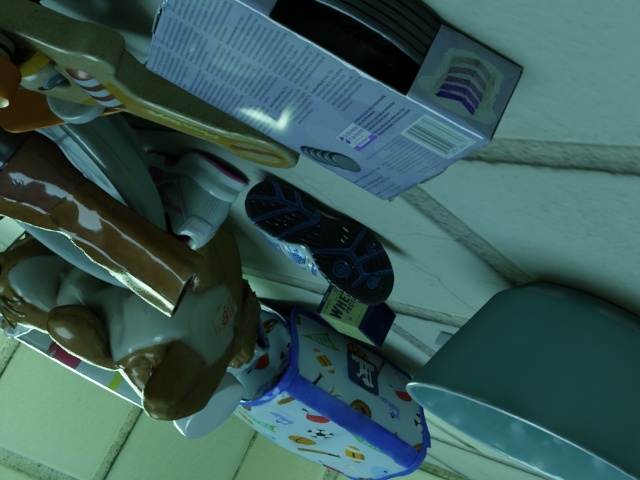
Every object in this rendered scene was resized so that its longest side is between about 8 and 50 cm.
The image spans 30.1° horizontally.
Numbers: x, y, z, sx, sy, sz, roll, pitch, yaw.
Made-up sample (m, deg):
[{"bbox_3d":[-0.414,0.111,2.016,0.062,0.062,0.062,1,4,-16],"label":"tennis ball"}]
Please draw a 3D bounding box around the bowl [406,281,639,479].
[{"bbox_3d":[0.265,0.156,1.276,0.312,0.163,0.311,26,167,7],"label":"bowl"}]

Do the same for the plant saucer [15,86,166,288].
[{"bbox_3d":[-0.315,-0.112,1.410,0.400,0.100,0.400,32,155,17],"label":"plant saucer"}]

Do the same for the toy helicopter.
[{"bbox_3d":[-0.188,-0.138,1.115,0.355,0.140,0.235,20,165,-8],"label":"toy helicopter"}]

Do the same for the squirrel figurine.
[{"bbox_3d":[-0.300,0.094,1.800,0.371,0.281,0.397,7,179,19],"label":"squirrel figurine"}]

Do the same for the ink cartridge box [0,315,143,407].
[{"bbox_3d":[-0.385,0.121,2.199,0.160,0.279,0.384,22,166,27],"label":"ink cartridge box"}]

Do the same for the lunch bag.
[{"bbox_3d":[-0.005,0.277,2.166,0.328,0.239,0.385,34,173,-21],"label":"lunch bag"}]

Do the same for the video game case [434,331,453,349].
[{"bbox_3d":[0.321,0.224,1.753,0.204,0.025,0.285,14,162,48],"label":"video game case"}]

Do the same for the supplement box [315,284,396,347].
[{"bbox_3d":[0.053,0.109,1.766,0.083,0.056,0.083,19,165,30],"label":"supplement box"}]

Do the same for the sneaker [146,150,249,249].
[{"bbox_3d":[-0.190,-0.045,1.521,0.103,0.111,0.252,32,167,-21],"label":"sneaker"}]

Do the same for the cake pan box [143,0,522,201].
[{"bbox_3d":[-0.005,-0.131,0.902,0.246,0.070,0.267,27,168,-7],"label":"cake pan box"}]

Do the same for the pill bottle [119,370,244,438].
[{"bbox_3d":[-0.256,0.195,1.988,0.265,0.153,0.153,45,175,24],"label":"pill bottle"}]

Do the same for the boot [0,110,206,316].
[{"bbox_3d":[-0.267,-0.014,1.327,0.280,0.096,0.264,35,148,-7],"label":"boot"}]

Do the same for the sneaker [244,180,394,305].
[{"bbox_3d":[0.000,0.000,1.420,0.211,0.080,0.081,39,172,-8],"label":"sneaker"}]

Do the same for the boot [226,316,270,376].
[{"bbox_3d":[-0.173,0.104,2.067,0.095,0.123,0.258,-11,-110,-57],"label":"boot"}]
